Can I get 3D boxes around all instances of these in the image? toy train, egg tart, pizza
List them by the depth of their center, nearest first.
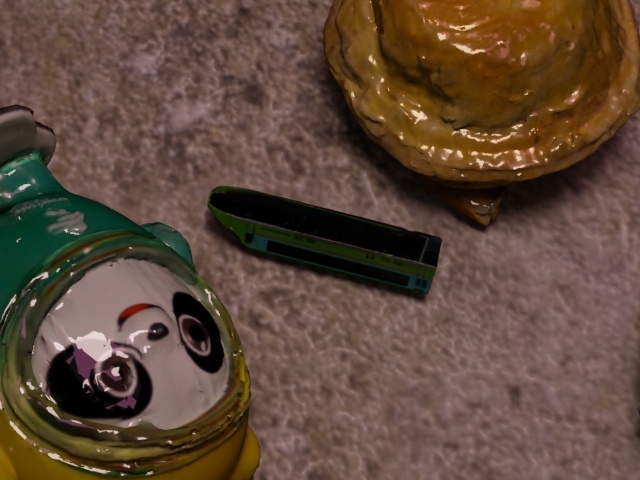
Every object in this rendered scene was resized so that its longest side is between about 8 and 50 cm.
[{"bbox_3d":[0.000,0.000,1.105,0.209,0.042,0.044,14,39,3],"label":"toy train"},{"bbox_3d":[0.152,-0.199,1.130,0.319,0.128,0.319,0,63,0],"label":"egg tart"},{"bbox_3d":[0.147,-0.117,1.186,0.176,0.036,0.184,-34,69,-23],"label":"pizza"}]

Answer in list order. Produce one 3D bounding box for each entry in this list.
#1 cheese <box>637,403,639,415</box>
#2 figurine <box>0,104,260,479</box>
[{"bbox_3d":[0.412,0.104,1.057,0.316,0.128,0.259,-24,60,-24],"label":"cheese"},{"bbox_3d":[-0.198,0.084,0.951,0.323,0.231,0.340,-24,73,-45],"label":"figurine"}]
